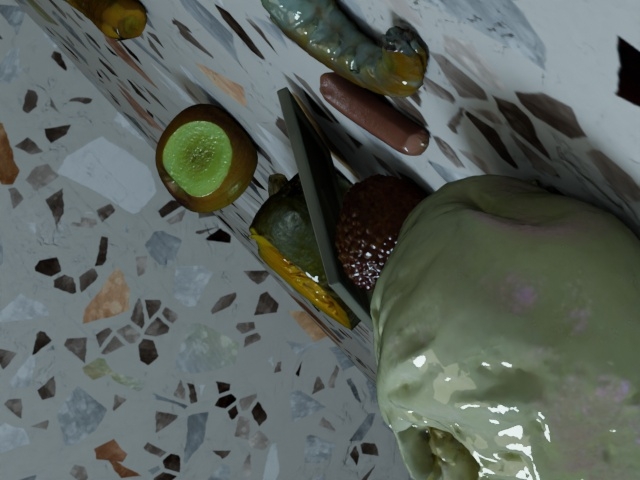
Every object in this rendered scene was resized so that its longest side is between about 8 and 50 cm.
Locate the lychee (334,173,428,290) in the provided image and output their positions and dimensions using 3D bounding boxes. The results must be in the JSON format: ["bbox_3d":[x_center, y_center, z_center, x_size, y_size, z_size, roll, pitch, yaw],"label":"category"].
[{"bbox_3d":[0.072,-0.008,1.518,0.129,0.123,0.123,54,180,36],"label":"lychee"}]

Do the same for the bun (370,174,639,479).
[{"bbox_3d":[0.153,0.117,1.124,0.361,0.213,0.361,61,167,25],"label":"bun"}]

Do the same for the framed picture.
[{"bbox_3d":[0.011,-0.033,1.630,0.184,0.016,0.250,50,-157,-65],"label":"framed picture"}]

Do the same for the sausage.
[{"bbox_3d":[0.051,-0.119,1.347,0.030,0.035,0.147,5,-153,-45],"label":"sausage"}]

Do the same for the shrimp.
[{"bbox_3d":[0.018,-0.174,1.157,0.161,0.049,0.166,44,172,-13],"label":"shrimp"}]

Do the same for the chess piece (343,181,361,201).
[{"bbox_3d":[0.064,-0.034,1.751,0.083,0.038,0.083,46,174,7],"label":"chess piece"}]

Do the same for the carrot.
[{"bbox_3d":[-0.330,-0.352,2.077,0.260,0.070,0.070,38,171,48],"label":"carrot"}]

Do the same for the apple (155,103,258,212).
[{"bbox_3d":[-0.178,-0.123,2.200,0.146,0.147,0.163,43,171,11],"label":"apple"}]

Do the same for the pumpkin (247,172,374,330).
[{"bbox_3d":[0.000,0.000,1.956,0.222,0.139,0.317,40,175,12],"label":"pumpkin"}]
